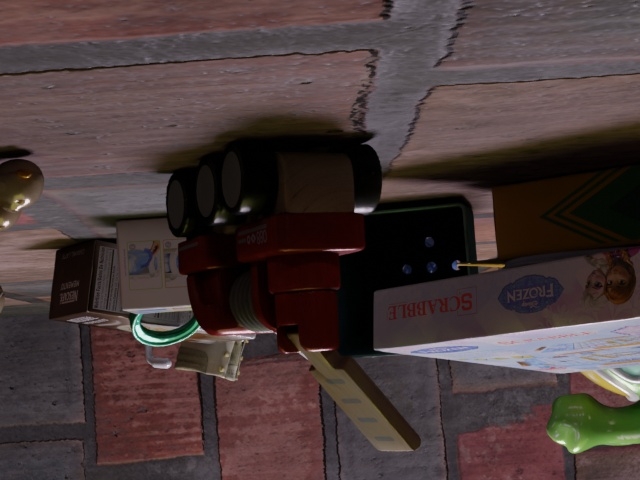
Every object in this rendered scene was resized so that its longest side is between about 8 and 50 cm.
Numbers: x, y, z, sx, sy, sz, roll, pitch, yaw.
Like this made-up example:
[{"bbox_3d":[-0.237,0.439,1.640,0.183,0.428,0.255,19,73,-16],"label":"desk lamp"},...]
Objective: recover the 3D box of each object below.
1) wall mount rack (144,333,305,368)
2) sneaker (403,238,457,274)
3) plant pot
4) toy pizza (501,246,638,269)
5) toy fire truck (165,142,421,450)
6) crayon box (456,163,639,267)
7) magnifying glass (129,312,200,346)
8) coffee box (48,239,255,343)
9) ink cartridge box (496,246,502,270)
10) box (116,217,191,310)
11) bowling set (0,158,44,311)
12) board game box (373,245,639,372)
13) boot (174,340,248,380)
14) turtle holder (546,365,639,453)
[{"bbox_3d":[-0.106,0.143,2.130,0.304,0.130,0.350,-8,176,24],"label":"wall mount rack"},{"bbox_3d":[0.147,0.027,1.897,0.091,0.081,0.232,-4,-177,-27],"label":"sneaker"},{"bbox_3d":[0.118,0.040,1.573,0.166,0.165,0.234,-5,-178,15],"label":"plant pot"},{"bbox_3d":[0.287,0.032,1.336,0.201,0.032,0.201,-3,173,0],"label":"toy pizza"},{"bbox_3d":[-0.019,0.054,1.073,0.159,0.246,0.217,-1,174,-25],"label":"toy fire truck"},{"bbox_3d":[0.327,-0.026,1.362,0.323,0.083,0.203,-9,172,39],"label":"crayon box"},{"bbox_3d":[-0.149,0.058,1.623,0.231,0.026,0.092,-42,134,23],"label":"magnifying glass"},{"bbox_3d":[-0.222,0.073,1.751,0.247,0.098,0.141,12,166,-30],"label":"coffee box"},{"bbox_3d":[0.342,0.016,1.827,0.148,0.085,0.203,-5,176,20],"label":"ink cartridge box"},{"bbox_3d":[-0.123,0.026,1.496,0.203,0.103,0.114,-4,175,0],"label":"box"},{"bbox_3d":[-0.315,0.041,1.059,0.154,0.199,0.287,-3,179,-21],"label":"bowling set"},{"bbox_3d":[0.274,0.078,1.291,0.319,0.065,0.318,-12,163,43],"label":"board game box"},{"bbox_3d":[-0.109,0.123,1.886,0.213,0.165,0.077,2,167,24],"label":"boot"},{"bbox_3d":[0.388,0.091,1.610,0.228,0.243,0.320,13,135,-5],"label":"turtle holder"}]
